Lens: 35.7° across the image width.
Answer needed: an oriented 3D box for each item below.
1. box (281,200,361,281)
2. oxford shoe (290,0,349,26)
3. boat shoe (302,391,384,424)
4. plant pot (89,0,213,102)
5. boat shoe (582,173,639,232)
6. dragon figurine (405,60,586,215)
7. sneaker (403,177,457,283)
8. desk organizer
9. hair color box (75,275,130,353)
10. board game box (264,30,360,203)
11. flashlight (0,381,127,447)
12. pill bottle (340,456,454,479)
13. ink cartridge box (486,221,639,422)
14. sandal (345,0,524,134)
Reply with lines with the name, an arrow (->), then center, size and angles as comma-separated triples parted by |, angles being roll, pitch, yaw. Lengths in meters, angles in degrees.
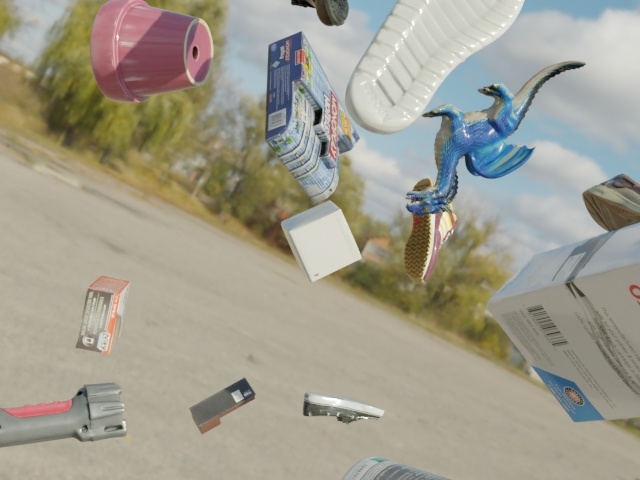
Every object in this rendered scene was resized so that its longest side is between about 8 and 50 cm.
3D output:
box -> 0.000, 0.000, 1.721 | 0.087, 0.102, 0.101 | -130, -164, -73
oxford shoe -> -0.013, -0.400, 1.602 | 0.083, 0.096, 0.227 | 56, 11, -39
boat shoe -> 0.036, 0.284, 1.658 | 0.142, 0.040, 0.049 | 14, -3, -15
plant pot -> -0.313, -0.362, 1.905 | 0.180, 0.201, 0.201 | 5, -8, 17
boat shoe -> 0.636, -0.041, 1.840 | 0.123, 0.123, 0.342 | 62, -11, -30
dragon figurine -> 0.230, -0.132, 1.331 | 0.085, 0.289, 0.144 | -136, -158, -84
sneaker -> 0.197, -0.011, 1.704 | 0.084, 0.186, 0.069 | 19, -18, -35
desk organizer -> -0.197, 0.337, 2.020 | 0.047, 0.130, 0.050 | 53, -20, 28
hair color box -> -0.327, 0.110, 1.508 | 0.053, 0.093, 0.167 | 12, 3, -5
board game box -> -0.007, -0.161, 1.421 | 0.060, 0.194, 0.194 | -18, -41, 21
flashlight -> -0.471, 0.278, 1.590 | 0.304, 0.103, 0.103 | -6, 11, -21
pill bottle -> 0.211, 0.545, 1.864 | 0.361, 0.204, 0.204 | 7, -16, 43
ink cartridge box -> 0.517, 0.139, 1.668 | 0.285, 0.166, 0.395 | 52, -29, -7
sandal -> 0.172, -0.328, 1.614 | 0.169, 0.416, 0.102 | 44, -22, 2
